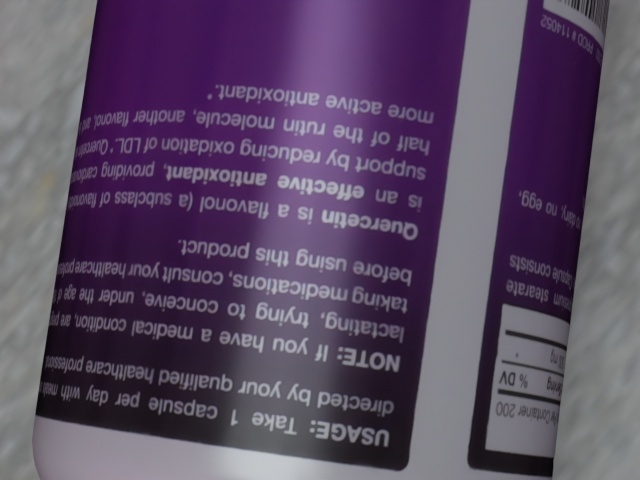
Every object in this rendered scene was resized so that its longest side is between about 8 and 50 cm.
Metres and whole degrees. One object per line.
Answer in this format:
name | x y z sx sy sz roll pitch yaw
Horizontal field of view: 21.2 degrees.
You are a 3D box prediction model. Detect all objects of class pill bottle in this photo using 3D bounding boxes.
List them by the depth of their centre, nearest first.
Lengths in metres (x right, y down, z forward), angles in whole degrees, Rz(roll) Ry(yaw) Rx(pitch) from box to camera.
pill bottle | 0.000 0.000 0.603 0.181 0.181 0.323 7 84 8
